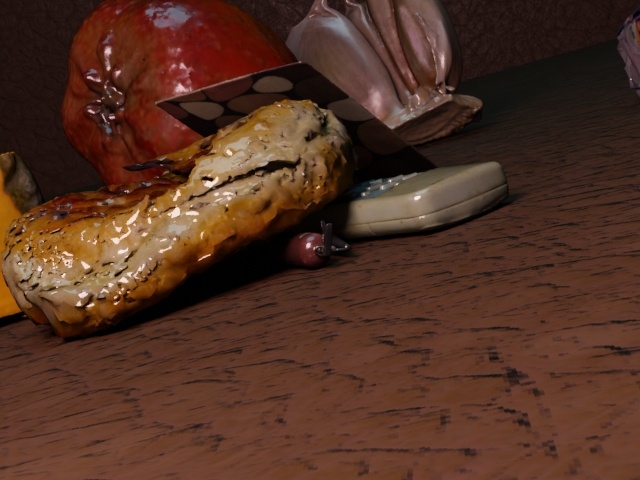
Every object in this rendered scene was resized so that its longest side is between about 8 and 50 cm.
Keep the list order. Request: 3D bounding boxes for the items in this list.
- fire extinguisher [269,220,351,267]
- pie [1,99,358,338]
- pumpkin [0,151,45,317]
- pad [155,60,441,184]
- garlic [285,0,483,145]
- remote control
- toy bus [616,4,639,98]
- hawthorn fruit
[{"bbox_3d":[0.000,0.006,0.960,0.046,0.032,0.100,18,-6,-21],"label":"fire extinguisher"},{"bbox_3d":[-0.105,-0.029,1.036,0.308,0.085,0.308,-23,12,5],"label":"pie"},{"bbox_3d":[-0.326,0.021,1.099,0.190,0.139,0.280,-14,9,17],"label":"pumpkin"},{"bbox_3d":[-0.009,-0.083,1.173,0.158,0.003,0.235,-11,-29,34],"label":"pad"},{"bbox_3d":[0.064,-0.222,1.748,0.210,0.292,0.237,-13,-35,-34],"label":"garlic"},{"bbox_3d":[0.037,-0.025,1.055,0.098,0.038,0.233,-21,8,-37],"label":"remote control"},{"bbox_3d":[0.481,-0.235,1.448,0.317,0.112,0.138,-16,-3,-12],"label":"toy bus"},{"bbox_3d":[-0.130,-0.164,1.604,0.287,0.287,0.330,-9,0,44],"label":"hawthorn fruit"}]
